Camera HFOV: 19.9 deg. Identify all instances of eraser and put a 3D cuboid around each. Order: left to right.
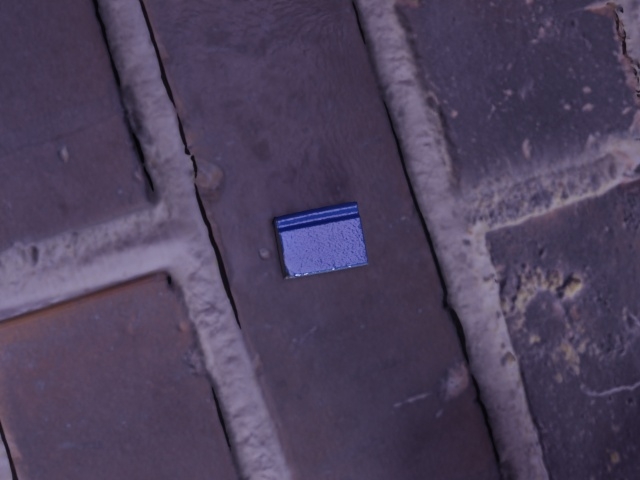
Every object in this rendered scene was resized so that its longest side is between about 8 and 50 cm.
[{"bbox_3d":[0.000,0.000,1.780,0.084,0.027,0.063,-10,89,-11],"label":"eraser"}]
